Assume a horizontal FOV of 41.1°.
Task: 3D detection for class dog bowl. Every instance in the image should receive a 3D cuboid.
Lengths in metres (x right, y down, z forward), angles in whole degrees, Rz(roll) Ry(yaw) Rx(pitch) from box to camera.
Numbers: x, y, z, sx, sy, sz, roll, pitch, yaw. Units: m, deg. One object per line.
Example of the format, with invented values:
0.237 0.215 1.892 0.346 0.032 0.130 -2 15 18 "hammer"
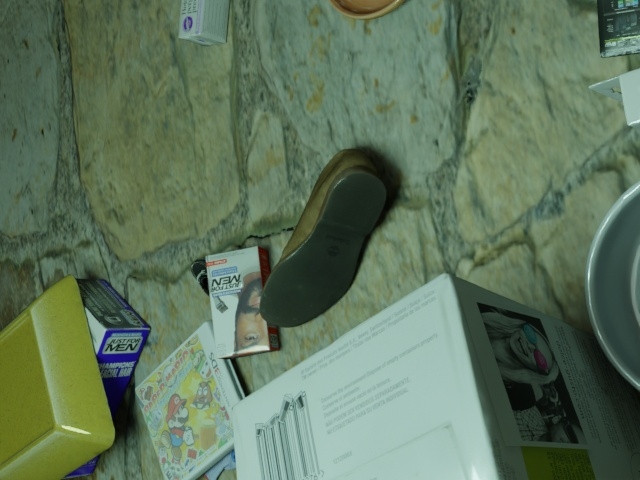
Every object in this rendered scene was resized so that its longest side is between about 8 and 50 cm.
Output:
0.418 0.047 0.880 0.265 0.104 0.265 -4 84 40 "dog bowl"

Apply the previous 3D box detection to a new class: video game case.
-0.217 0.282 1.440 0.227 0.026 0.206 -43 58 29 "video game case"

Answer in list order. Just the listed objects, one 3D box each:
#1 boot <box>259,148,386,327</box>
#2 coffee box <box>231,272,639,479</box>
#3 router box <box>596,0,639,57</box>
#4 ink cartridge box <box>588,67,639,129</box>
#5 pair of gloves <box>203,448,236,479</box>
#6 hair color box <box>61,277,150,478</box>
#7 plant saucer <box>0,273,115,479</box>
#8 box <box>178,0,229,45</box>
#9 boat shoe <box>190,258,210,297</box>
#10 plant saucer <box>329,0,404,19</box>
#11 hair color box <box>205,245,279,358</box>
0.000 0.000 1.277 0.305 0.112 0.115 -59 23 26 "boot"
0.148 0.293 0.904 0.337 0.334 0.338 -35 50 34 "coffee box"
0.379 -0.262 0.972 0.122 0.038 0.092 1 102 41 "router box"
0.396 -0.158 0.918 0.180 0.104 0.060 -15 77 40 "ink cartridge box"
-0.184 0.313 1.439 0.198 0.023 0.159 48 116 34 "pair of gloves"
-0.466 0.262 1.635 0.185 0.110 0.339 38 112 38 "hair color box"
-0.534 0.277 1.571 0.333 0.081 0.332 -36 64 34 "plant saucer"
-0.192 -0.508 1.490 0.063 0.067 0.324 5 90 42 "box"
-0.188 0.070 1.452 0.125 0.038 0.046 43 113 35 "boat shoe"
0.085 -0.422 1.258 0.200 0.037 0.200 -4 84 40 "plant saucer"
-0.125 0.100 1.364 0.093 0.053 0.167 -11 79 13 "hair color box"
